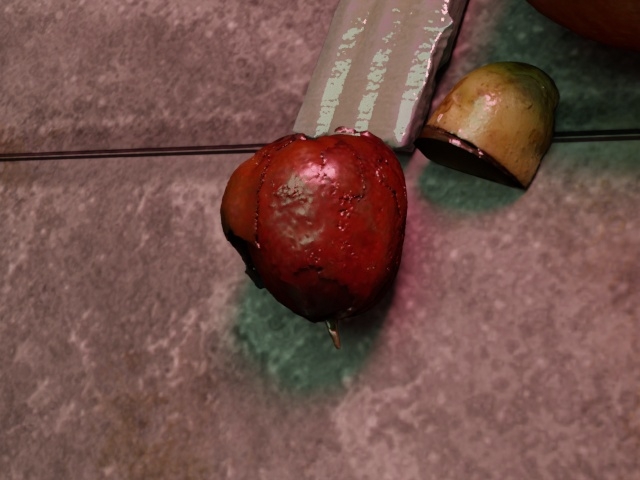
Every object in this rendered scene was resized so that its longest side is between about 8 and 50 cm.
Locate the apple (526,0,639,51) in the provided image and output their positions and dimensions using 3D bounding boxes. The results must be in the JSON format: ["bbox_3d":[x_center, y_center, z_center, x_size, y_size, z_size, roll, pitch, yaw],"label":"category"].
[{"bbox_3d":[0.245,-0.279,0.687,0.301,0.301,0.302,-12,64,25],"label":"apple"}]

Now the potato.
[{"bbox_3d":[0.135,-0.106,0.797,0.096,0.066,0.103,20,78,31],"label":"potato"}]

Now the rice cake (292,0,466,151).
[{"bbox_3d":[0.065,-0.187,0.884,0.127,0.043,0.237,9,75,31],"label":"rice cake"}]

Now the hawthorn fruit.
[{"bbox_3d":[0.000,0.000,0.785,0.148,0.148,0.172,-14,82,24],"label":"hawthorn fruit"}]
